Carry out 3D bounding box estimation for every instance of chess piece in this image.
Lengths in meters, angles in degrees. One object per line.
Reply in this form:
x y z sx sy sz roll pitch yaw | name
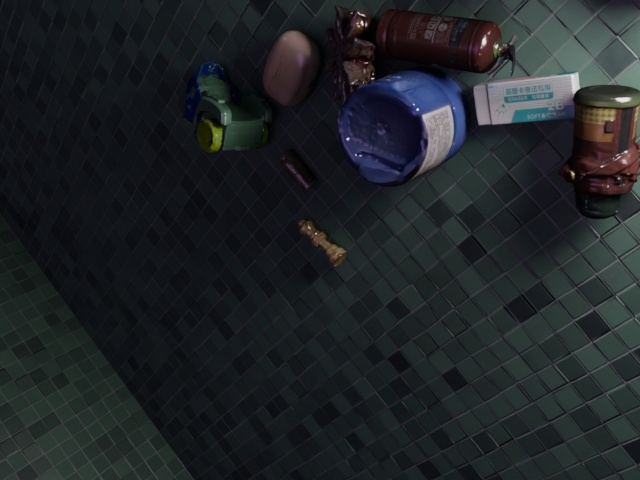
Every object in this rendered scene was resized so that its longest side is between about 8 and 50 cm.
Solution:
-0.001 0.000 2.048 0.172 0.060 0.060 43 130 18 | chess piece

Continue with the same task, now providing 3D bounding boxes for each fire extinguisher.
0.287 -0.434 1.569 0.337 0.135 0.114 18 156 31 | fire extinguisher

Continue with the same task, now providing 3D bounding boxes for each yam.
-0.068 -0.200 2.009 0.132 0.054 0.054 51 132 8 | yam

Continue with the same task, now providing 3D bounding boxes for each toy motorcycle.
-0.300 -0.393 2.033 0.326 0.191 0.200 40 127 35 | toy motorcycle

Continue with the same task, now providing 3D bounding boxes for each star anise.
0.084 -0.447 1.717 0.236 0.109 0.223 122 145 -66 | star anise

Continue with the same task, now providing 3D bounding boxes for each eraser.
0.454 -0.309 1.547 0.225 0.052 0.095 2 113 38 | eraser

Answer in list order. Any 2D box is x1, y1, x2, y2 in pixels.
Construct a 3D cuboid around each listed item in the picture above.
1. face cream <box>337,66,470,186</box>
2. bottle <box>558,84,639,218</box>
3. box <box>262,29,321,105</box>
0.194 -0.269 1.656 0.249 0.225 0.249 15 118 31 | face cream
0.575 -0.175 1.451 0.156 0.143 0.271 8 116 26 | bottle
-0.078 -0.456 1.874 0.146 0.088 0.200 41 128 18 | box
